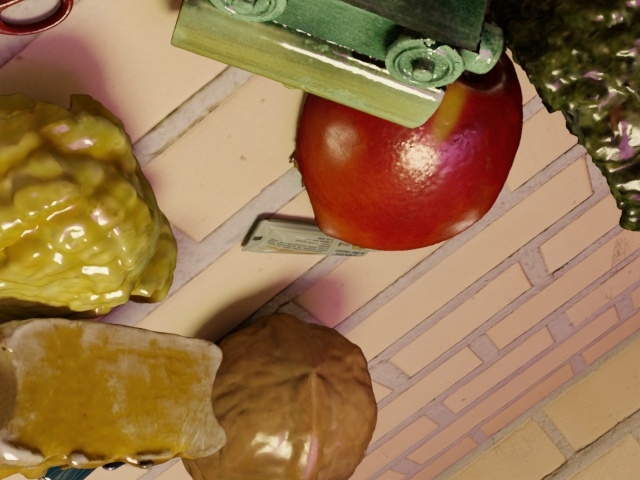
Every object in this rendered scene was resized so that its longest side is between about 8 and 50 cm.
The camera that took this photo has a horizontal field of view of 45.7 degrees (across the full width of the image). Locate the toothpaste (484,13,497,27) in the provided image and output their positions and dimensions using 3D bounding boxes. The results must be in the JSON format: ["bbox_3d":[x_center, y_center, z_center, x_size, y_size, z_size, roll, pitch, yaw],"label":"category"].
[{"bbox_3d":[0.253,-0.346,0.888,0.060,0.038,0.233,-14,145,-23],"label":"toothpaste"}]

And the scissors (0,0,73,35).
[{"bbox_3d":[-0.332,-0.175,0.602,0.248,0.017,0.144,-31,148,-3],"label":"scissors"}]

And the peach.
[{"bbox_3d":[0.107,-0.096,0.931,0.258,0.201,0.361,-7,139,-38],"label":"peach"}]

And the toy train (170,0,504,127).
[{"bbox_3d":[0.008,-0.208,0.688,0.307,0.126,0.189,16,165,-15],"label":"toy train"}]

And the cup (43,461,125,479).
[{"bbox_3d":[-0.331,0.272,1.109,0.138,0.113,0.150,-40,154,7],"label":"cup"}]

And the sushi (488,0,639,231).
[{"bbox_3d":[0.319,-0.172,0.792,0.178,0.352,0.294,-31,114,20],"label":"sushi"}]

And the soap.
[{"bbox_3d":[-0.319,0.191,0.843,0.335,0.156,0.293,-16,158,35],"label":"soap"}]

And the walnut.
[{"bbox_3d":[-0.062,0.265,1.170,0.306,0.306,0.344,-14,157,-30],"label":"walnut"}]

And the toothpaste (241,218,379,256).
[{"bbox_3d":[0.000,0.000,1.116,0.255,0.037,0.067,3,138,-40],"label":"toothpaste"}]

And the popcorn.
[{"bbox_3d":[-0.269,-0.013,0.740,0.225,0.173,0.286,-13,156,-5],"label":"popcorn"}]
